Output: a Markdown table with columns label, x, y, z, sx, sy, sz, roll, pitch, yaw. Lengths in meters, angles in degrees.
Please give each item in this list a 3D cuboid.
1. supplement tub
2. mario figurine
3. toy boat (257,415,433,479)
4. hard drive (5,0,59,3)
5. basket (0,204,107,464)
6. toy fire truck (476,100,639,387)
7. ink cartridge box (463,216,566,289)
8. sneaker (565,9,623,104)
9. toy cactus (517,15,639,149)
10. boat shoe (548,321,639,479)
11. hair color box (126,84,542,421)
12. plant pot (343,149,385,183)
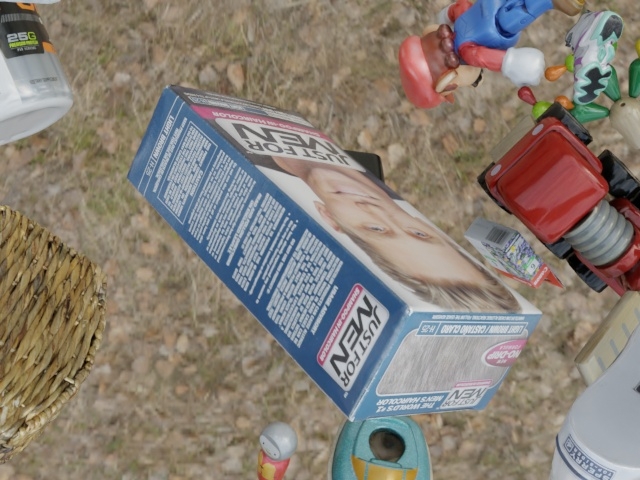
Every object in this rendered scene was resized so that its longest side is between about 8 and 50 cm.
| label | x | y | z | sx | sy | sz | roll | pitch | yaw |
| --- | --- | --- | --- | --- | --- | --- | --- | --- | --- |
| supplement tub | -0.487 | -0.297 | 1.391 | 0.194 | 0.193 | 0.316 | -24 | 90 | 9 |
| mario figurine | 0.259 | -0.303 | 1.525 | 0.320 | 0.198 | 0.170 | -35 | 99 | 37 |
| toy boat | 0.045 | 0.393 | 1.760 | 0.318 | 0.267 | 0.148 | 8 | 133 | -6 |
| hard drive | -0.229 | -0.315 | 0.690 | 0.233 | 0.047 | 0.353 | -8 | 148 | -43 |
| basket | -0.415 | 0.149 | 1.256 | 0.213 | 0.299 | 0.223 | 36 | 129 | -16 |
| toy fire truck | 0.263 | 0.009 | 0.992 | 0.217 | 0.246 | 0.158 | 40 | 108 | -17 |
| ink cartridge box | 0.210 | 0.023 | 1.083 | 0.029 | 0.063 | 0.115 | -52 | 126 | -9 |
| sneaker | 0.276 | -0.194 | 1.057 | 0.038 | 0.069 | 0.098 | 14 | 103 | -27 |
| toy cactus | 0.411 | -0.211 | 1.440 | 0.219 | 0.112 | 0.180 | -32 | 89 | -2 |
| boat shoe | 0.250 | 0.123 | 0.764 | 0.258 | 0.095 | 0.084 | -21 | 142 | -38 |
| hair color box | 0.000 | 0.000 | 0.855 | 0.174 | 0.347 | 0.105 | 5 | 120 | -46 |
| plant pot | 0.011 | -0.027 | 1.397 | 0.188 | 0.166 | 0.187 | 8 | 150 | 8 |
